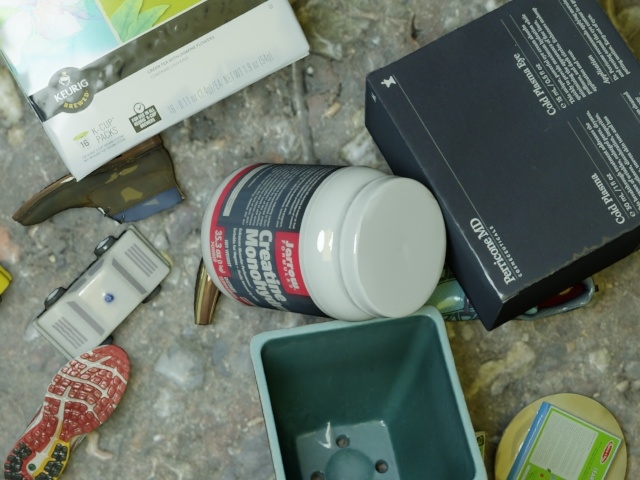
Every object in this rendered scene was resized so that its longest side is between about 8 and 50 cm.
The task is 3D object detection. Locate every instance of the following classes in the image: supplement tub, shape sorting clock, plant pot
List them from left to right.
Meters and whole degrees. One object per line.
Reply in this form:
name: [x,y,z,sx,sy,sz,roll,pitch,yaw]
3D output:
supplement tub: [0.000,0.000,1.586,0.191,0.272,0.191,-5,97,-45]
plant pot: [0.048,0.262,1.635,0.247,0.252,0.248,-9,63,-8]
shape sorting clock: [0.343,0.320,1.812,0.206,0.040,0.206,0,92,-12]

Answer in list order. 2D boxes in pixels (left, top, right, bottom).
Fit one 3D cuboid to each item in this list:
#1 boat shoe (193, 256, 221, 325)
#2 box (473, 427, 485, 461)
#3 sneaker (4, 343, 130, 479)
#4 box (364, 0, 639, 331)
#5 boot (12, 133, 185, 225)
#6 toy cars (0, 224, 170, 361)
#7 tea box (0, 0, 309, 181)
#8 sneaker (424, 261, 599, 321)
boat shoe: [-0.130,0.030,1.692,0.060,0.064,0.178,13,90,-9]
box: [0.175,0.370,1.766,0.114,0.036,0.207,-3,97,-39]
sneaker: [-0.333,0.223,1.657,0.088,0.093,0.225,39,96,-9]
box: [0.270,-0.115,1.634,0.312,0.179,0.343,-27,75,-7]
boot: [-0.284,-0.050,1.650,0.219,0.082,0.106,-31,97,-8]
toy cars: [-0.377,0.081,1.616,0.393,0.087,0.176,-5,95,-19]
tea box: [-0.241,-0.299,1.552,0.329,0.220,0.323,-30,105,-6]
sneaker: [0.253,0.060,1.730,0.262,0.125,0.104,-6,96,-9]
